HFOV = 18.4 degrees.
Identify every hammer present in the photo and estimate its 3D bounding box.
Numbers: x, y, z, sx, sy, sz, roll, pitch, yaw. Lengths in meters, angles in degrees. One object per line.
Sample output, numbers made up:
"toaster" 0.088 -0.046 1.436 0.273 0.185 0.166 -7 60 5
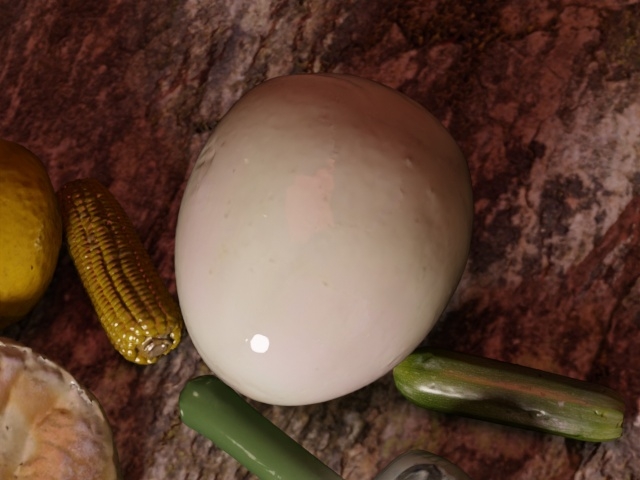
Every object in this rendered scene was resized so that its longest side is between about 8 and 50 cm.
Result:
"hammer" -0.015 0.232 1.849 0.206 0.119 0.335 -42 56 -20

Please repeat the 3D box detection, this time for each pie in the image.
"pie" -0.351 0.226 1.853 0.338 0.075 0.337 6 72 -19

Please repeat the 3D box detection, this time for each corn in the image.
"corn" -0.211 0.026 2.012 0.080 0.080 0.231 -25 59 -10

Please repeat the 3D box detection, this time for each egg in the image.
"egg" 0.000 0.000 1.883 0.283 0.283 0.345 13 60 14

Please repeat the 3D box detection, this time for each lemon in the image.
"lemon" -0.341 -0.002 1.992 0.170 0.170 0.207 -3 63 4

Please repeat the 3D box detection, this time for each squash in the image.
"squash" 0.180 0.147 1.901 0.229 0.066 0.066 11 59 11
